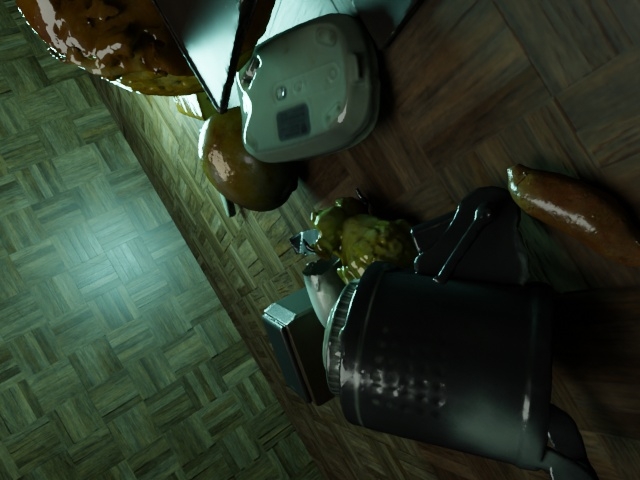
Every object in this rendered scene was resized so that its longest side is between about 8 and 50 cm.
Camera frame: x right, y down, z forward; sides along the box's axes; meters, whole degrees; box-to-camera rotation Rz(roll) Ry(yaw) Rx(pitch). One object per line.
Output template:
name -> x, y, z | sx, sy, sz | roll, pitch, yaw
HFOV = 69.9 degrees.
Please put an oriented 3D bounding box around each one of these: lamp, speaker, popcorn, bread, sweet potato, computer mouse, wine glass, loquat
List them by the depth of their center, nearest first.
sweet potato -> 0.259, -0.016, 0.431 | 0.195, 0.056, 0.056 | 42, 152, 24
lamp -> 0.143, 0.144, 0.540 | 0.272, 0.205, 0.373 | -15, 85, 23
bread -> -0.225, -0.370, 0.641 | 0.204, 0.337, 0.358 | 113, 155, -81
computer mouse -> -0.030, -0.224, 0.713 | 0.331, 0.095, 0.197 | 7, 108, 49
popcorn -> 0.078, 0.024, 0.741 | 0.195, 0.173, 0.168 | 34, 169, 29
loquat -> -0.144, -0.159, 0.930 | 0.179, 0.179, 0.227 | 14, 137, 60
wine glass -> 0.041, 0.132, 0.968 | 0.111, 0.111, 0.204 | 10, 130, 61
speaker -> -0.010, 0.245, 1.119 | 0.153, 0.193, 0.230 | 12, 124, 62
bread -> -0.347, -0.378, 1.240 | 0.226, 0.049, 0.088 | 31, 144, 50

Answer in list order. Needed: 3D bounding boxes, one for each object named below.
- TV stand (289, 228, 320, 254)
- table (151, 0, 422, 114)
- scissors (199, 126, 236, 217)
TV stand -> 0.000, 0.000, 0.986 | 0.048, 0.040, 0.256 | 64, 157, -9
table -> -0.053, -0.325, 0.447 | 0.282, 0.251, 0.196 | 61, 157, 1
scissors -> -0.299, -0.194, 1.370 | 0.138, 0.041, 0.289 | 36, 143, 47
